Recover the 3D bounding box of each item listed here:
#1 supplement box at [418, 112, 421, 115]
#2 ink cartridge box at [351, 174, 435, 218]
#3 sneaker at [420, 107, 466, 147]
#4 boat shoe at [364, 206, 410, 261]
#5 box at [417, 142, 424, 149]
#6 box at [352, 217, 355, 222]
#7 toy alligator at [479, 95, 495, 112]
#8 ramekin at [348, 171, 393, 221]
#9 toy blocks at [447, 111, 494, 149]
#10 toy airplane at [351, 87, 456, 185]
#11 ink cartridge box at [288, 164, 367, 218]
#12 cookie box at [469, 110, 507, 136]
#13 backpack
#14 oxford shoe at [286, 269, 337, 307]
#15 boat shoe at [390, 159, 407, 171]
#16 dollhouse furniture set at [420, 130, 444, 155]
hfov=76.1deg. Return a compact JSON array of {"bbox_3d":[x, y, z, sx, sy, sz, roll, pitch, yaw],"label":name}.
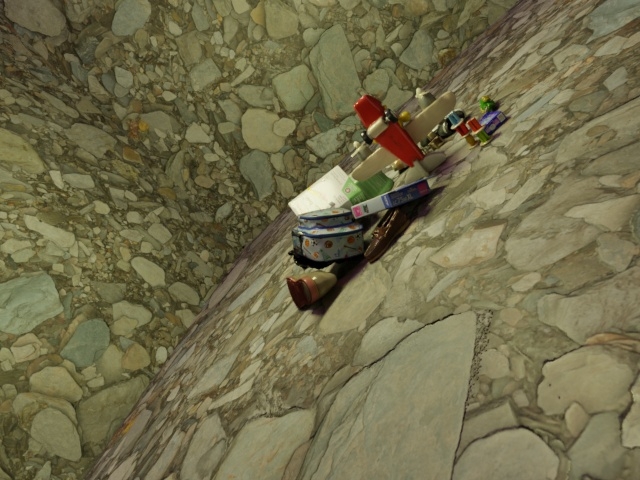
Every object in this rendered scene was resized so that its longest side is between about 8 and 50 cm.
[{"bbox_3d":[0.536,-0.613,2.213,0.233,0.080,0.078,-51,14,-32],"label":"supplement box"},{"bbox_3d":[0.266,-0.153,1.502,0.185,0.065,0.311,-21,0,-25],"label":"ink cartridge box"},{"bbox_3d":[0.542,-0.496,1.824,0.234,0.078,0.106,-36,13,27],"label":"sneaker"},{"bbox_3d":[0.213,-0.022,1.387,0.207,0.073,0.073,-49,17,-10],"label":"boat shoe"},{"bbox_3d":[0.512,-0.487,2.002,0.094,0.027,0.137,-35,16,41],"label":"box"},{"bbox_3d":[0.033,-0.072,1.799,0.220,0.051,0.175,11,66,31],"label":"box"},{"bbox_3d":[0.671,-0.536,1.626,0.051,0.056,0.190,2,29,12],"label":"toy alligator"},{"bbox_3d":[0.186,-0.235,1.953,0.303,0.148,0.303,-42,13,12],"label":"ramekin"},{"bbox_3d":[0.518,-0.395,1.430,0.054,0.148,0.123,-47,13,-10],"label":"toy blocks"},{"bbox_3d":[0.314,-0.410,1.622,0.385,0.385,0.273,-4,44,-1],"label":"toy airplane"},{"bbox_3d":[0.031,-0.153,1.741,0.278,0.117,0.201,-38,52,1],"label":"ink cartridge box"},{"bbox_3d":[0.605,-0.422,1.482,0.092,0.040,0.107,-44,13,7],"label":"cookie box"},{"bbox_3d":[0.039,-0.014,1.525,0.276,0.213,0.263,-17,22,-22],"label":"backpack"},{"bbox_3d":[-0.037,0.175,1.531,0.130,0.123,0.348,-21,4,-20],"label":"oxford shoe"},{"bbox_3d":[0.372,-0.420,2.035,0.103,0.113,0.302,-36,15,12],"label":"boat shoe"},{"bbox_3d":[0.422,-0.447,1.809,0.161,0.182,0.101,-45,13,2],"label":"dollhouse furniture set"}]
